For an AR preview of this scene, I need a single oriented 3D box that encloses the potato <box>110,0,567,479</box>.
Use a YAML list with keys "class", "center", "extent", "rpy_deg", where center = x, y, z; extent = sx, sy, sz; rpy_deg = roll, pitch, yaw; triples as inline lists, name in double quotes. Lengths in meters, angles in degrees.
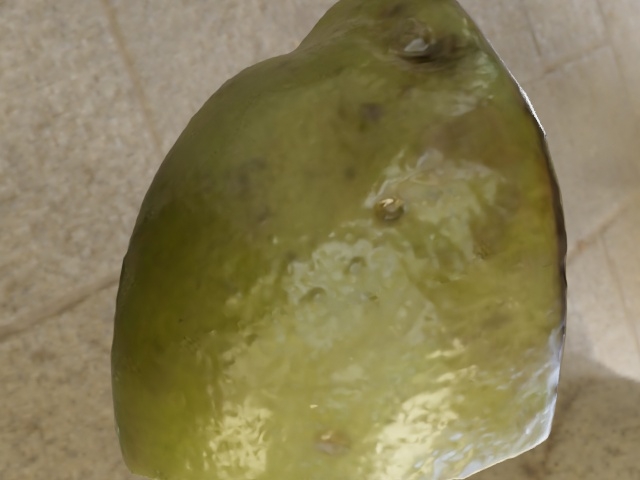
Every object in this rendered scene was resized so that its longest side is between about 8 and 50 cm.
- class: "potato"
  center: [0.000, 0.000, 0.382]
  extent: [0.120, 0.081, 0.149]
  rpy_deg: [-12, 100, -25]
